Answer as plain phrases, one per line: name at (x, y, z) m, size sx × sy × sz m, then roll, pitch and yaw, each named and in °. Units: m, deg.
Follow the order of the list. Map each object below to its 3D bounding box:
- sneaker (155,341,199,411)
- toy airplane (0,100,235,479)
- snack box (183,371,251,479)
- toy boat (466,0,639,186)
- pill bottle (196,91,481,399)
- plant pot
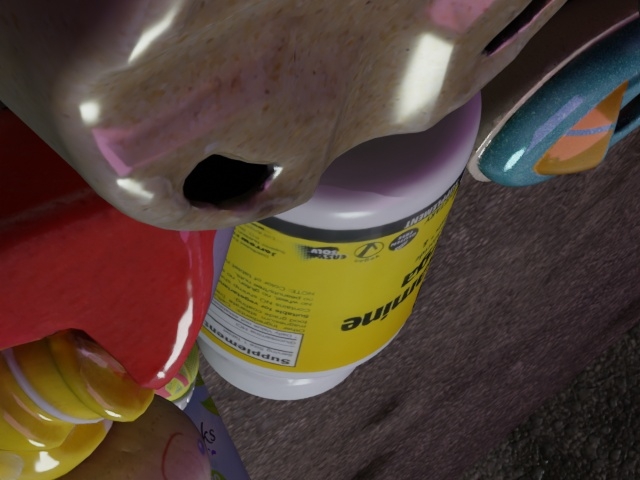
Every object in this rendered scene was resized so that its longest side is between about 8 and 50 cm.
sneaker at (-0.152, 0.094, 1.291) m, size 0.208 × 0.081 × 0.094 m, roll -29°, pitch 137°, yaw -64°
toy airplane at (-0.183, 0.078, 0.763) m, size 0.386 × 0.272 × 0.384 m, roll -55°, pitch -158°, yaw -1°
snack box at (-0.137, 0.216, 1.376) m, size 0.070 × 0.207 × 0.174 m, roll -34°, pitch 168°, yaw 32°
toy boat at (0.243, -0.153, 1.393) m, size 0.267 × 0.148 × 0.318 m, roll -34°, pitch 160°, yaw -20°
pill bottle at (-0.010, -0.020, 1.134) m, size 0.188 × 0.188 × 0.334 m, roll -33°, pitch 160°, yaw -23°
plant pot at (-0.061, -0.183, 0.482) m, size 0.334 × 0.305 × 0.334 m, roll -36°, pitch 160°, yaw -15°
